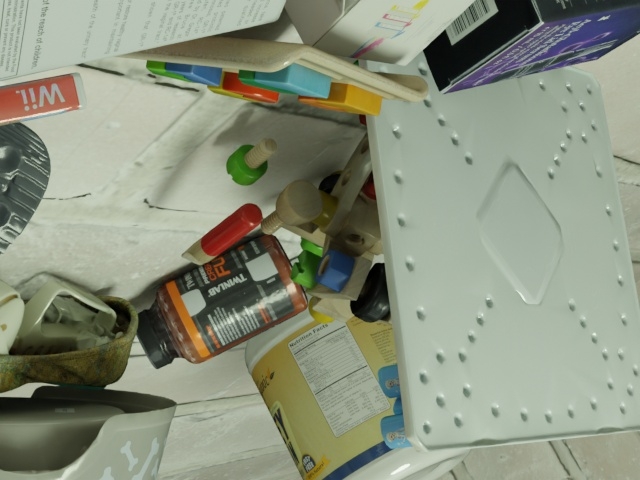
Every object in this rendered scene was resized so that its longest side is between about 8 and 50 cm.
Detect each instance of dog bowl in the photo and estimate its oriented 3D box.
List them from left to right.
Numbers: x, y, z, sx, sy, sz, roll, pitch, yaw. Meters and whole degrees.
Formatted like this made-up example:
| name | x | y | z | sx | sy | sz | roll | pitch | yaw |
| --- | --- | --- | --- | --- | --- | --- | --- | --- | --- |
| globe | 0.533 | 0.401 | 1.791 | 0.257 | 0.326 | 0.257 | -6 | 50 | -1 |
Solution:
| name | x | y | z | sx | sy | sz | roll | pitch | yaw |
| --- | --- | --- | --- | --- | --- | --- | --- | --- | --- |
| dog bowl | -0.321 | 0.208 | 1.157 | 0.348 | 0.102 | 0.349 | 2 | 178 | 0 |

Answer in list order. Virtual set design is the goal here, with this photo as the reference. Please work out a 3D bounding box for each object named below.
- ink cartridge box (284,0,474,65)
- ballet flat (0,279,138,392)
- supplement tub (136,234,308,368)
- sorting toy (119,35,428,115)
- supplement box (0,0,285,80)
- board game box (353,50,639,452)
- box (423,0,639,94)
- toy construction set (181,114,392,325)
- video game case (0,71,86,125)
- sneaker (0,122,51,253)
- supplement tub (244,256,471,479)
| name | x | y | z | sx | sy | sz | roll | pitch | yaw |
| --- | --- | --- | --- | --- | --- | --- | --- | --- | --- |
| ink cartridge box | 0.032 | -0.203 | 0.888 | 0.143 | 0.092 | 0.090 | -2 | 148 | -49 |
| ballet flat | -0.309 | 0.091 | 1.157 | 0.123 | 0.123 | 0.348 | -37 | 158 | 23 |
| supplement tub | -0.121 | 0.078 | 1.360 | 0.198 | 0.106 | 0.106 | -27 | 161 | -6 |
| sorting toy | -0.045 | -0.127 | 0.883 | 0.193 | 0.038 | 0.208 | 11 | -174 | 32 |
| supplement box | -0.126 | -0.185 | 0.686 | 0.220 | 0.111 | 0.114 | -18 | 158 | -27 |
| board game box | 0.177 | -0.001 | 1.111 | 0.390 | 0.390 | 0.050 | 5 | 163 | -44 |
| box | 0.203 | -0.219 | 1.005 | 0.207 | 0.108 | 0.153 | -16 | 172 | -30 |
| toy construction set | 0.000 | 0.000 | 1.199 | 0.308 | 0.258 | 0.237 | 2 | 160 | -32 |
| video game case | -0.313 | -0.062 | 0.709 | 0.285 | 0.025 | 0.204 | -17 | -168 | -30 |
| sneaker | -0.350 | 0.011 | 0.924 | 0.319 | 0.131 | 0.112 | -43 | 117 | 0 |
| supplement tub | 0.037 | 0.188 | 1.532 | 0.228 | 0.316 | 0.228 | -25 | 160 | -10 |
